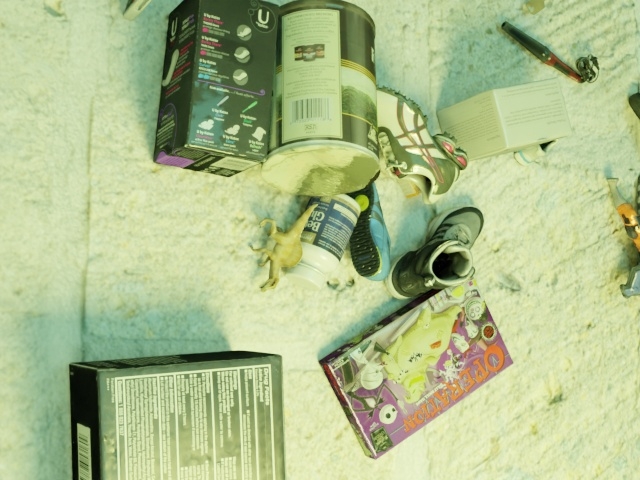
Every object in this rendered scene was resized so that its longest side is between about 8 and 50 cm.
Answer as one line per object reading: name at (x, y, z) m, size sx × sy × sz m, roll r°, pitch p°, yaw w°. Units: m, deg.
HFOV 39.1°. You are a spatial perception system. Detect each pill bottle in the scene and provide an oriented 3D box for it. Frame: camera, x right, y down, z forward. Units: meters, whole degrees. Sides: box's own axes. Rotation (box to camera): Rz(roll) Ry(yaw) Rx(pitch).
pill bottle at (0.000, 0.000, 1.600) m, size 0.094 × 0.094 × 0.169 m, roll 31°, pitch 70°, yaw -24°

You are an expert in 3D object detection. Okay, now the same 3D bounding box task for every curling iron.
curling iron at (0.500, -0.413, 1.960) m, size 0.274 × 0.035 × 0.068 m, roll 20°, pitch 112°, yaw -23°

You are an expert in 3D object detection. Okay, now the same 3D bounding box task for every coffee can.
coffee can at (-0.002, -0.239, 1.531) m, size 0.202 × 0.201 × 0.275 m, roll 11°, pitch 67°, yaw -29°

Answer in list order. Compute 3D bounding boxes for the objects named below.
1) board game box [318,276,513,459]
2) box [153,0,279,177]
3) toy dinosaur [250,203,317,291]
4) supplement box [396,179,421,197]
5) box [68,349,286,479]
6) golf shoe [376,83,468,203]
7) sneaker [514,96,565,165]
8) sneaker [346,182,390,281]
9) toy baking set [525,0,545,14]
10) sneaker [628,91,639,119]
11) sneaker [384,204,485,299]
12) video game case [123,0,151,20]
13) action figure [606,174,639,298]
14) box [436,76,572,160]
board game box at (0.186, 0.228, 1.689) m, size 0.347 × 0.056 × 0.208 m, roll -30°, pitch 104°, yaw -22°
box at (-0.173, -0.257, 1.487) m, size 0.143 × 0.165 × 0.270 m, roll 9°, pitch 81°, yaw -28°
toy dinosaur at (-0.062, 0.000, 1.559) m, size 0.053 × 0.093 × 0.183 m, roll 8°, pitch 115°, yaw -59°
supplement box at (0.174, -0.141, 1.748) m, size 0.062 × 0.036 × 0.098 m, roll -36°, pitch 102°, yaw -28°
box at (-0.219, 0.328, 1.388) m, size 0.294 × 0.183 × 0.296 m, roll 0°, pitch 87°, yaw -29°
golf shoe at (0.151, -0.185, 1.664) m, size 0.273 × 0.105 × 0.120 m, roll 37°, pitch 73°, yaw -15°
sneaker at (0.488, -0.240, 1.913) m, size 0.071 × 0.083 × 0.190 m, roll 38°, pitch 67°, yaw -19°
sneaker at (0.091, -0.026, 1.682) m, size 0.082 × 0.069 × 0.209 m, roll 13°, pitch 66°, yaw -61°
toy baking set at (0.491, -0.618, 1.988) m, size 0.197 × 0.030 × 0.256 m, roll -4°, pitch 87°, yaw -27°
sneaker at (0.793, -0.214, 2.072) m, size 0.109 × 0.130 × 0.286 m, roll -23°, pitch 73°, yaw -45°
sneaker at (0.254, 0.018, 1.709) m, size 0.268 × 0.153 × 0.101 m, roll -39°, pitch 104°, yaw -27°
video game case at (-0.255, -0.472, 1.451) m, size 0.023 × 0.183 × 0.201 m, roll 21°, pitch 75°, yaw -25°
action figure at (0.803, 0.009, 2.020) m, size 0.341 × 0.178 × 0.330 m, roll -7°, pitch 93°, yaw -6°
box at (0.362, -0.234, 1.783) m, size 0.181 × 0.182 × 0.119 m, roll -14°, pitch 90°, yaw -31°
